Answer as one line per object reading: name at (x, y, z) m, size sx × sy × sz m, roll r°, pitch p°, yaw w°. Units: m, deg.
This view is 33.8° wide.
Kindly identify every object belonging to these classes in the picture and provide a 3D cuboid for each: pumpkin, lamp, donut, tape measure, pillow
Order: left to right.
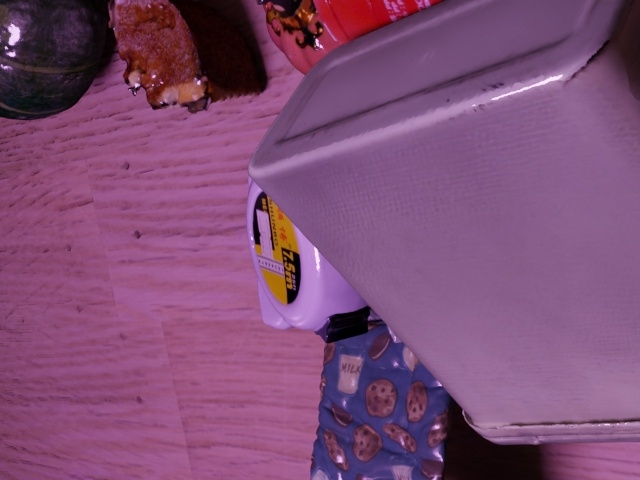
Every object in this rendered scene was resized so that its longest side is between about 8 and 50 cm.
pumpkin at (-0.395, -0.311, 1.409) m, size 0.300 × 0.207 × 0.300 m, roll 8°, pitch 99°, yaw 58°
donut at (-0.153, -0.224, 1.232) m, size 0.187 × 0.126 × 0.144 m, roll 10°, pitch 101°, yaw 41°
tape measure at (0.002, 0.003, 1.017) m, size 0.178 × 0.105 × 0.196 m, roll 23°, pitch 121°, yaw 61°
lamp at (0.011, -0.243, 1.036) m, size 0.182 × 0.140 × 0.181 m, roll 18°, pitch 114°, yaw 46°
pillow at (0.055, 0.201, 1.010) m, size 0.189 × 0.034 × 0.255 m, roll -4°, pitch 74°, yaw 52°

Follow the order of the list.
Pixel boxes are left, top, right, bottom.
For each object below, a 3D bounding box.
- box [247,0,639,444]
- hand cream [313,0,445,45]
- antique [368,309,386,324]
box at (0.179, -0.013, 0.776) m, size 0.352 × 0.177 × 0.344 m, roll -13°, pitch 130°, yaw 49°
hand cream at (0.110, -0.249, 0.870) m, size 0.149 × 0.230 × 0.230 m, roll 14°, pitch 111°, yaw 44°
antique at (0.066, 0.036, 1.100) m, size 0.088 × 0.086 × 0.182 m, roll 1°, pitch 102°, yaw 48°
